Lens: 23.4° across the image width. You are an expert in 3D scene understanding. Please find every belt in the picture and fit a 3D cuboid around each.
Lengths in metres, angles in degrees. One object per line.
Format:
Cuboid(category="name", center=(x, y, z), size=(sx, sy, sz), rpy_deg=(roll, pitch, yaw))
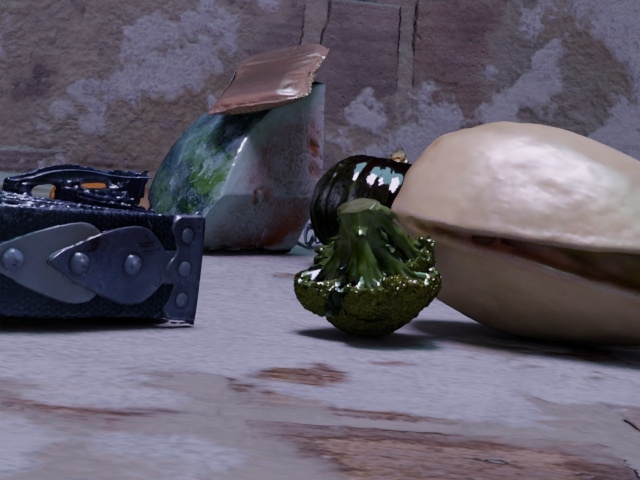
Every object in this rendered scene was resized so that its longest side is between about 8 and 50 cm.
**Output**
Cuboid(category="belt", center=(-0.208, 0.001, 1.269), size=(0.122, 0.128, 0.218), rpy_deg=(8, 4, 44))

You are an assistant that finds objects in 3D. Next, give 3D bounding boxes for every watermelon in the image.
Cuboid(category="watermelon", center=(-0.084, -0.094, 2.089), size=(0.214, 0.289, 0.320), rpy_deg=(45, 0, -10))

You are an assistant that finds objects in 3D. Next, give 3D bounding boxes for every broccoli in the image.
Cuboid(category="broccoli", center=(0.042, 0.025, 1.334), size=(0.131, 0.120, 0.130), rpy_deg=(-25, 27, -27))

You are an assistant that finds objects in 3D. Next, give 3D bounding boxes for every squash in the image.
Cuboid(category="squash", center=(0.084, -0.033, 1.933), size=(0.193, 0.156, 0.193), rpy_deg=(30, 5, -3))

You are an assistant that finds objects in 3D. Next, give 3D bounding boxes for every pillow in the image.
Cuboid(category="pillow", center=(-0.063, -0.212, 2.028), size=(0.135, 0.034, 0.211), rpy_deg=(-10, 23, 17))

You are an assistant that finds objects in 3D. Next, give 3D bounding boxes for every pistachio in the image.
Cuboid(category="pistachio", center=(0.212, -0.003, 1.401), size=(0.318, 0.193, 0.214), rpy_deg=(15, 13, 37))

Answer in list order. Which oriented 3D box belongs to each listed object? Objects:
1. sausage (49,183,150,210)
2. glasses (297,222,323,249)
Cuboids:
Cuboid(category="sausage", center=(-0.320, -0.053, 2.222), size=(0.071, 0.071, 0.234), rpy_deg=(1, 6, -40))
Cuboid(category="glasses", center=(0.000, 0.000, 2.214), size=(0.140, 0.063, 0.104), rpy_deg=(9, 28, 43))
